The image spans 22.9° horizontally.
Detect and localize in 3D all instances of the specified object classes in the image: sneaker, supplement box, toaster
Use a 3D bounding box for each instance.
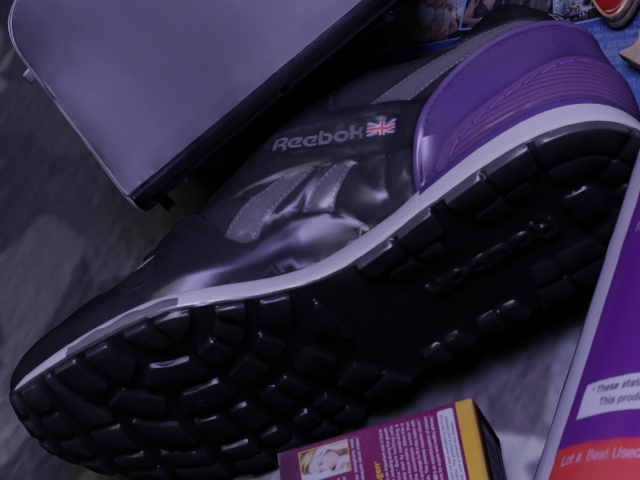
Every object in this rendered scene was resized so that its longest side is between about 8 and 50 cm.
[{"bbox_3d":[0.000,0.000,0.666,0.283,0.107,0.124,-25,42,9],"label":"sneaker"},{"bbox_3d":[0.030,0.103,0.615,0.083,0.043,0.055,-17,54,13],"label":"supplement box"},{"bbox_3d":[-0.040,-0.118,0.693,0.186,0.110,0.168,-39,15,10],"label":"toaster"}]

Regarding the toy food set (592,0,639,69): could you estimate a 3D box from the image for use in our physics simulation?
[{"bbox_3d":[0.166,-0.130,0.691,0.122,0.019,0.078,-43,51,5],"label":"toy food set"}]

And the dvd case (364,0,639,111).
[{"bbox_3d":[0.114,-0.146,0.751,0.180,0.022,0.253,-6,58,22],"label":"dvd case"}]

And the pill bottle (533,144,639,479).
[{"bbox_3d":[0.189,0.006,0.518,0.182,0.181,0.322,9,64,29],"label":"pill bottle"}]
